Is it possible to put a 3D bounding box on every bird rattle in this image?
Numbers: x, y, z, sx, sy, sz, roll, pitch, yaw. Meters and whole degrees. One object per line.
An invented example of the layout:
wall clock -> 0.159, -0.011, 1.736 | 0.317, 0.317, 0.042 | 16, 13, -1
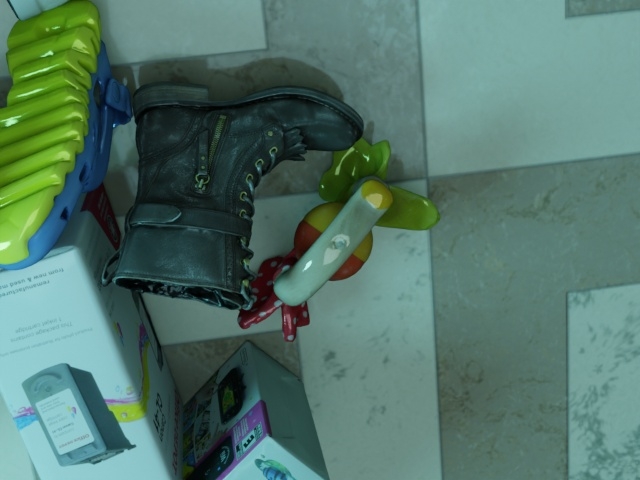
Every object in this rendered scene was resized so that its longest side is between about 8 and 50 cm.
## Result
bird rattle -> 0.000, 0.000, 1.099 | 0.253, 0.207, 0.143 | -41, 92, -2

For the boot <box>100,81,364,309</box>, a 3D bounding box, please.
boot -> -0.081, -0.038, 1.029 | 0.263, 0.091, 0.228 | 2, 65, -10

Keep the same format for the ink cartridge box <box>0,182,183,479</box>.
ink cartridge box -> -0.249, 0.117, 1.085 | 0.131, 0.226, 0.306 | -18, 112, 0

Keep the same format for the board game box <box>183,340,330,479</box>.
board game box -> -0.139, 0.289, 1.162 | 0.097, 0.224, 0.303 | 39, 100, -19

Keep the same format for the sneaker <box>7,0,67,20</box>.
sneaker -> -0.299, -0.366, 0.980 | 0.123, 0.106, 0.290 | -27, 118, -9

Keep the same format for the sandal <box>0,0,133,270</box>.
sandal -> -0.247, -0.093, 0.993 | 0.126, 0.317, 0.138 | -8, 137, 17
